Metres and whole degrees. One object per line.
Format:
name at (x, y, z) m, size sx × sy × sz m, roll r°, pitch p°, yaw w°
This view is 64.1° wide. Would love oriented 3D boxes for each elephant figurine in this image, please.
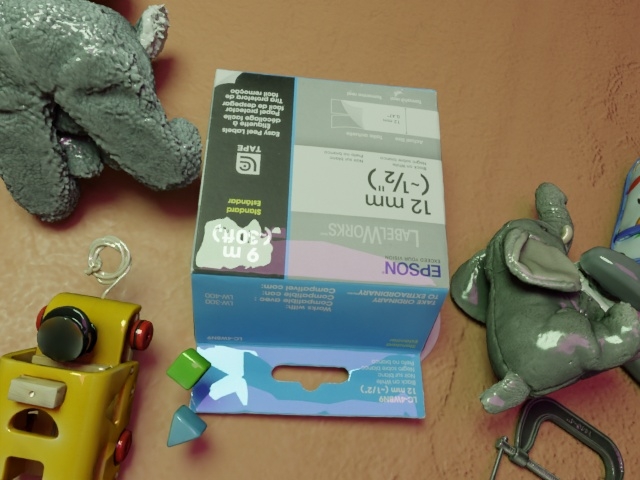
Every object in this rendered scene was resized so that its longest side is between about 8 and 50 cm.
elephant figurine at (0.238, 0.048, 0.593) m, size 0.186 × 0.169 × 0.239 m, roll 17°, pitch 46°, yaw -55°

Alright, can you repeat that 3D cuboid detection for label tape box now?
label tape box at (0.000, 0.000, 0.541) m, size 0.249 × 0.115 × 0.347 m, roll 4°, pitch 67°, yaw -7°

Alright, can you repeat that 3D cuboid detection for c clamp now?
c clamp at (0.270, 0.255, 0.580) m, size 0.161 × 0.022 × 0.137 m, roll 29°, pitch 59°, yaw -1°

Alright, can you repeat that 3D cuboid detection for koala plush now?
koala plush at (-0.235, -0.173, 0.526) m, size 0.196 × 0.203 × 0.221 m, roll -12°, pitch 42°, yaw 3°

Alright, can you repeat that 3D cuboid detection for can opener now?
can opener at (0.416, 0.129, 0.624) m, size 0.076 × 0.095 × 0.283 m, roll -35°, pitch 75°, yaw -24°

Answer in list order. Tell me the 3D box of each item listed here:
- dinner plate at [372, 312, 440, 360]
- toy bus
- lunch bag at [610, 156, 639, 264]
dinner plate at (0.078, 0.081, 0.595) m, size 0.141 × 0.017 × 0.141 m, roll 5°, pitch 68°, yaw -12°
toy bus at (-0.211, 0.121, 0.423) m, size 0.191 × 0.104 × 0.202 m, roll -36°, pitch 87°, yaw -2°
lunch bag at (0.514, -0.055, 0.610) m, size 0.115 × 0.303 × 0.243 m, roll 36°, pitch 63°, yaw -9°
